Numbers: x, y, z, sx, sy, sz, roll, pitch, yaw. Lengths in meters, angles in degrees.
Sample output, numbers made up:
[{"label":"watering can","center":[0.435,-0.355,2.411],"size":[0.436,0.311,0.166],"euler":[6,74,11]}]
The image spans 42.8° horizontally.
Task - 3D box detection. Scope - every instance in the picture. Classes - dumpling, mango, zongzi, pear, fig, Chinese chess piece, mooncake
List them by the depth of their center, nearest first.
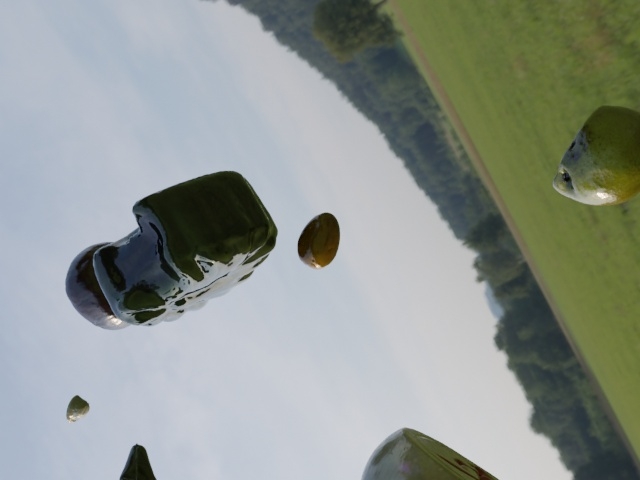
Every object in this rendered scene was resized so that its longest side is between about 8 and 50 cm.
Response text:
[{"label":"Chinese chess piece","center":[0.167,0.322,0.966],"size":[0.251,0.097,0.251],"euler":[33,178,1]},{"label":"pear","center":[0.370,-0.099,1.037],"size":[0.104,0.141,0.141],"euler":[39,-177,23]},{"label":"mango","center":[0.000,0.000,1.572],"size":[0.060,0.080,0.114],"euler":[28,113,57]},{"label":"mooncake","center":[-0.252,0.023,1.574],"size":[0.187,0.351,0.351],"euler":[55,-169,12]},{"label":"dumpling","center":[-0.558,0.389,1.868],"size":[0.043,0.059,0.077],"euler":[41,148,5]},{"label":"zongzi","center":[-0.404,0.537,1.920],"size":[0.052,0.114,0.104],"euler":[98,-174,-50]},{"label":"fig","center":[-0.553,0.119,2.102],"size":[0.235,0.215,0.234],"euler":[170,90,-81]}]
